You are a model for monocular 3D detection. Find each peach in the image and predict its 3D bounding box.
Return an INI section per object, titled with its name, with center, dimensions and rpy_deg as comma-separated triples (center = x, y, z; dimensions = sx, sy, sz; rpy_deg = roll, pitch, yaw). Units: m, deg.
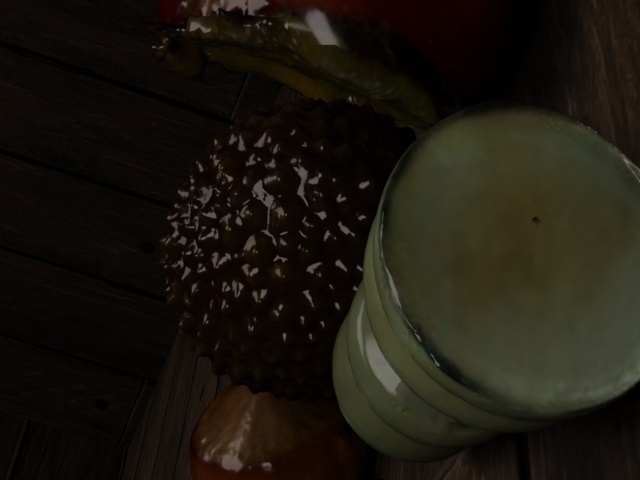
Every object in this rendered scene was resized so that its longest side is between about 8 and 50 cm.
[peach]
center = 0.019, -0.230, 1.279
dimensions = 0.416, 0.339, 0.353
rpy_deg = -93, 22, -53

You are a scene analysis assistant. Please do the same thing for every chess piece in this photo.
[chess piece]
center = 0.087, 0.058, 0.902
dimensions = 0.330, 0.182, 0.182
rpy_deg = 119, 166, -68

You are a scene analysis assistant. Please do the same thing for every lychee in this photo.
[lychee]
center = 0.000, 0.000, 1.142
dimensions = 0.267, 0.268, 0.267
rpy_deg = -162, 90, -80

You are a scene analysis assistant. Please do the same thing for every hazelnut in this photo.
[hazelnut]
center = -0.031, 0.202, 1.303
dimensions = 0.182, 0.182, 0.182
rpy_deg = -162, 90, -80

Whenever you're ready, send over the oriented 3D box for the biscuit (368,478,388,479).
[biscuit]
center = -0.153, 0.264, 1.023
dimensions = 0.368, 0.394, 0.076
rpy_deg = 17, -131, -65
